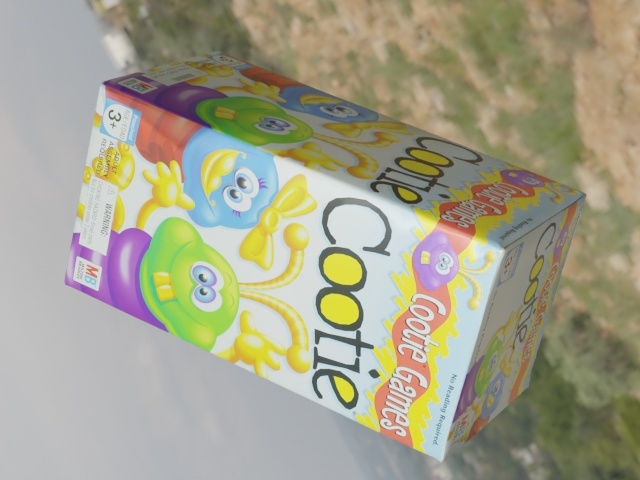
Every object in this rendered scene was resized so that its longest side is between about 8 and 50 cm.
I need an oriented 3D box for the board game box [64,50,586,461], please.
[{"bbox_3d":[0.000,0.000,0.977,0.275,0.144,0.142,23,-156,22],"label":"board game box"}]
